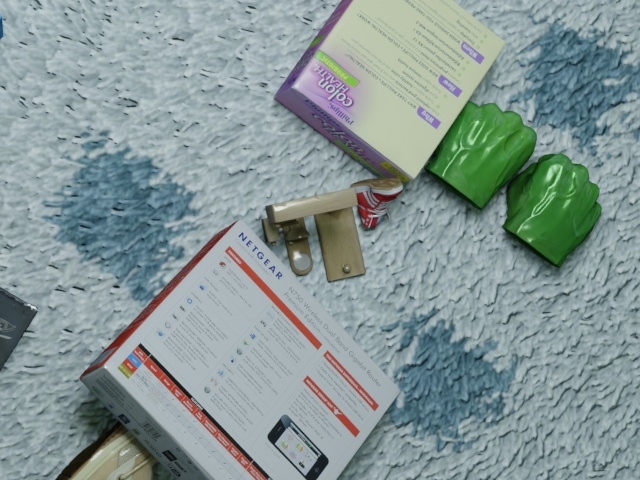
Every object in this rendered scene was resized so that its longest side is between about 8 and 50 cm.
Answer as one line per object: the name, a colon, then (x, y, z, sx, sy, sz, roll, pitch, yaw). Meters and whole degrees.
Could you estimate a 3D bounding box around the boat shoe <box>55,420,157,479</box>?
boat shoe: (-0.259, 0.299, 1.741, 0.302, 0.109, 0.098, -44, 98, -18)

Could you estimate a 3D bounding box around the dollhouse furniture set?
dollhouse furniture set: (0.000, 0.000, 1.793, 0.144, 0.151, 0.123, -12, 92, -13)

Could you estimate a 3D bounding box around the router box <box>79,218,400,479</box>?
router box: (-0.096, 0.193, 1.740, 0.335, 0.082, 0.301, 48, 54, -9)

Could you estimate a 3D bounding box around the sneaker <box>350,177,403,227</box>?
sneaker: (0.085, -0.051, 1.836, 0.042, 0.118, 0.067, -20, 101, -24)

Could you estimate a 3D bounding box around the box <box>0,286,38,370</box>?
box: (-0.473, 0.115, 1.693, 0.156, 0.093, 0.158, 33, 80, -12)

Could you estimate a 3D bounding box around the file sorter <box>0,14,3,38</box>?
file sorter: (-0.480, -0.273, 1.663, 0.118, 0.170, 0.104, 40, 82, -11)

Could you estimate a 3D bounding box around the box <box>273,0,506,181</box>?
box: (0.096, -0.238, 1.843, 0.213, 0.117, 0.243, 36, 79, -12)

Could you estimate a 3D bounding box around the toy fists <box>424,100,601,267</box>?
toy fists: (0.285, -0.090, 1.903, 0.279, 0.096, 0.142, 36, 90, -13)
